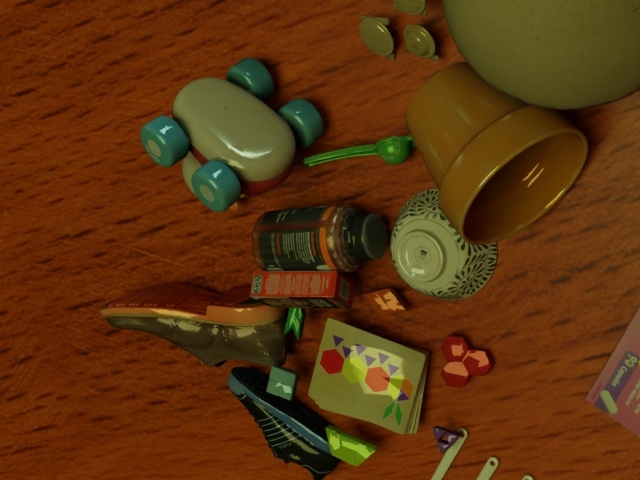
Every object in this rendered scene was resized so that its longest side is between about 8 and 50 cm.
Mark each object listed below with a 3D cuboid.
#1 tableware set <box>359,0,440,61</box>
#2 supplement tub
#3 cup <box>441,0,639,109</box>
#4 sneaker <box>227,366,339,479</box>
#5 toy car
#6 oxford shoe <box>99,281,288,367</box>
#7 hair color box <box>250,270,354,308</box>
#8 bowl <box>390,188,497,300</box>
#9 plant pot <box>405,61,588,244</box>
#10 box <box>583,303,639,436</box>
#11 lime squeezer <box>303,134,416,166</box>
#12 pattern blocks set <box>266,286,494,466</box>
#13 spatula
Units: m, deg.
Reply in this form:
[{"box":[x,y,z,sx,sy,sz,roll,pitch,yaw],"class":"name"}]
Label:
[{"box":[0.101,-0.316,1.608,0.141,0.020,0.169,25,146,36],"class":"tableware set"},{"box":[0.000,0.000,1.750,0.198,0.106,0.106,-4,101,35],"class":"supplement tub"},{"box":[0.280,-0.334,1.329,0.331,0.237,0.331,-1,86,17],"class":"cup"},{"box":[-0.069,0.302,1.889,0.232,0.081,0.090,35,113,17],"class":"sneaker"},{"box":[-0.140,-0.116,1.788,0.210,0.219,0.238,40,150,17],"class":"toy car"},{"box":[-0.217,0.150,1.923,0.363,0.130,0.133,2,110,33],"class":"oxford shoe"},{"box":[-0.028,0.075,1.751,0.141,0.072,0.043,0,72,26],"class":"hair color box"},{"box":[0.161,0.014,1.665,0.170,0.080,0.170,9,107,32],"class":"bowl"},{"box":[0.216,-0.131,1.532,0.188,0.205,0.205,54,126,28],"class":"plant pot"},{"box":[0.500,0.172,1.462,0.243,0.117,0.214,35,119,20],"class":"box"},{"box":[0.122,-0.103,1.663,0.310,0.059,0.110,26,103,29],"class":"lime squeezer"},{"box":[0.078,0.210,1.773,0.325,0.026,0.285,28,107,18],"class":"pattern blocks set"},{"box":[0.216,0.413,1.774,0.168,0.019,0.242,36,120,22],"class":"spatula"}]
